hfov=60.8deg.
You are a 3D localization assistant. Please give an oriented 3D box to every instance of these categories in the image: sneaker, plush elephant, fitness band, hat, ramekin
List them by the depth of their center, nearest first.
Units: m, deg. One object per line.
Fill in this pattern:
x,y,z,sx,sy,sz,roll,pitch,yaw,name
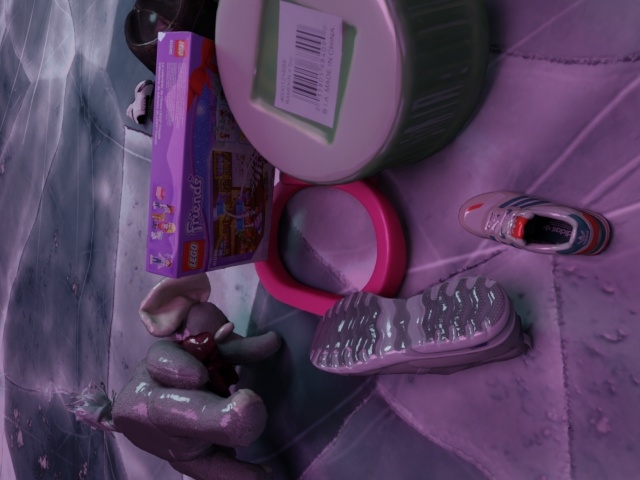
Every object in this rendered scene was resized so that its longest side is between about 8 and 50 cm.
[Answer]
0.204,-0.021,0.560,0.161,0.075,0.057,18,102,44,sneaker
0.020,-0.210,0.624,0.303,0.148,0.303,21,125,33,ramekin
0.103,0.124,0.632,0.281,0.115,0.105,-14,46,43,sneaker
0.000,0.000,0.783,0.290,0.054,0.209,11,97,46,fitness band
-0.181,0.204,0.842,0.329,0.255,0.272,10,135,18,plush elephant
-0.249,-0.346,0.918,0.331,0.134,0.331,-24,55,38,hat
-0.387,-0.303,1.196,0.044,0.040,0.109,48,126,16,sneaker

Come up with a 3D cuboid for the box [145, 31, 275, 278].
-0.136,-0.108,0.737,0.057,0.201,0.293,11,100,27,box
